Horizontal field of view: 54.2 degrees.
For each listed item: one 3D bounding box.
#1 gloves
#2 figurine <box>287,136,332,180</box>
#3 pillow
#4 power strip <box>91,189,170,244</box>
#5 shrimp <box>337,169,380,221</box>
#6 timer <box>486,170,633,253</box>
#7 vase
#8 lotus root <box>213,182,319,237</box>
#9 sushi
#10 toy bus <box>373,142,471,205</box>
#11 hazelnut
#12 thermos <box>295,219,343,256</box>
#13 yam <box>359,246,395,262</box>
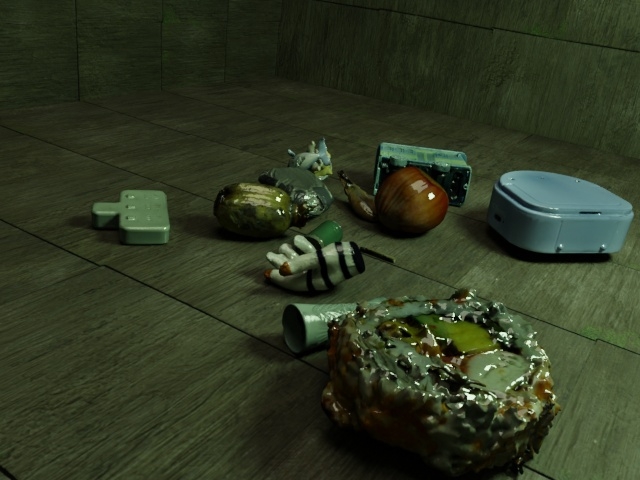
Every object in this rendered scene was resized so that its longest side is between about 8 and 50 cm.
[{"bbox_3d":[-0.017,0.063,1.436,0.219,0.131,0.140,-21,23,11],"label":"gloves"},{"bbox_3d":[-0.025,-0.263,2.113,0.184,0.128,0.209,-9,-9,-37],"label":"figurine"},{"bbox_3d":[-0.073,-0.155,1.921,0.162,0.092,0.335,-10,29,-25],"label":"pillow"},{"bbox_3d":[-0.499,-0.066,1.642,0.194,0.059,0.265,0,25,-17],"label":"power strip"},{"bbox_3d":[0.129,-0.132,1.968,0.117,0.066,0.262,10,34,-31],"label":"shrimp"},{"bbox_3d":[0.682,-0.082,1.868,0.396,0.173,0.395,5,24,-2],"label":"timer"},{"bbox_3d":[0.041,0.161,1.246,0.220,0.096,0.096,-4,26,-31],"label":"vase"},{"bbox_3d":[-0.147,-0.076,1.666,0.278,0.153,0.154,4,24,-4],"label":"lotus root"},{"bbox_3d":[0.199,0.213,1.058,0.418,0.175,0.417,6,24,-3],"label":"sushi"},{"bbox_3d":[0.340,-0.225,2.125,0.313,0.151,0.190,8,24,3],"label":"toy bus"},{"bbox_3d":[0.267,-0.106,1.826,0.210,0.210,0.186,26,6,36],"label":"hazelnut"},{"bbox_3d":[0.005,0.000,1.632,0.073,0.083,0.188,36,29,9],"label":"thermos"},{"bbox_3d":[0.150,0.036,1.649,0.107,0.014,0.014,20,27,28],"label":"yam"}]
